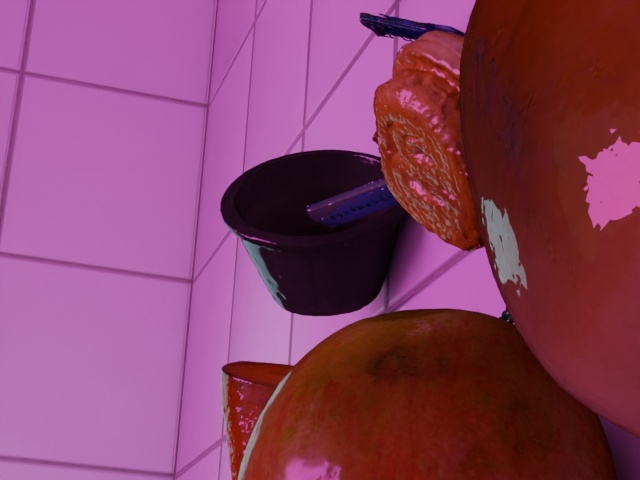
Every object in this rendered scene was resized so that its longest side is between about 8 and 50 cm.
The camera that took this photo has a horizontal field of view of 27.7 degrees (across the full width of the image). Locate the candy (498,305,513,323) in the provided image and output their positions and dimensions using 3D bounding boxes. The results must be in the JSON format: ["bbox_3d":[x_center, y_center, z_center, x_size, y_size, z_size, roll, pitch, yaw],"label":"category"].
[{"bbox_3d":[0.233,-0.006,1.216,0.203,0.078,0.141,133,146,-59],"label":"candy"}]

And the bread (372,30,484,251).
[{"bbox_3d":[0.144,-0.100,1.345,0.198,0.120,0.236,38,151,43],"label":"bread"}]

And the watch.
[{"bbox_3d":[0.105,-0.128,1.561,0.274,0.068,0.276,18,96,48],"label":"watch"}]

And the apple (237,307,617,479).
[{"bbox_3d":[0.091,0.227,1.136,0.339,0.339,0.340,-171,90,-75],"label":"apple"}]

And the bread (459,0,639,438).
[{"bbox_3d":[0.239,-0.072,0.908,0.376,0.253,0.348,-94,16,-45],"label":"bread"}]

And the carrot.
[{"bbox_3d":[-0.066,0.319,1.927,0.196,0.196,0.254,-166,83,-75],"label":"carrot"}]

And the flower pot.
[{"bbox_3d":[0.000,0.000,1.811,0.269,0.269,0.166,-107,11,-58],"label":"flower pot"}]
